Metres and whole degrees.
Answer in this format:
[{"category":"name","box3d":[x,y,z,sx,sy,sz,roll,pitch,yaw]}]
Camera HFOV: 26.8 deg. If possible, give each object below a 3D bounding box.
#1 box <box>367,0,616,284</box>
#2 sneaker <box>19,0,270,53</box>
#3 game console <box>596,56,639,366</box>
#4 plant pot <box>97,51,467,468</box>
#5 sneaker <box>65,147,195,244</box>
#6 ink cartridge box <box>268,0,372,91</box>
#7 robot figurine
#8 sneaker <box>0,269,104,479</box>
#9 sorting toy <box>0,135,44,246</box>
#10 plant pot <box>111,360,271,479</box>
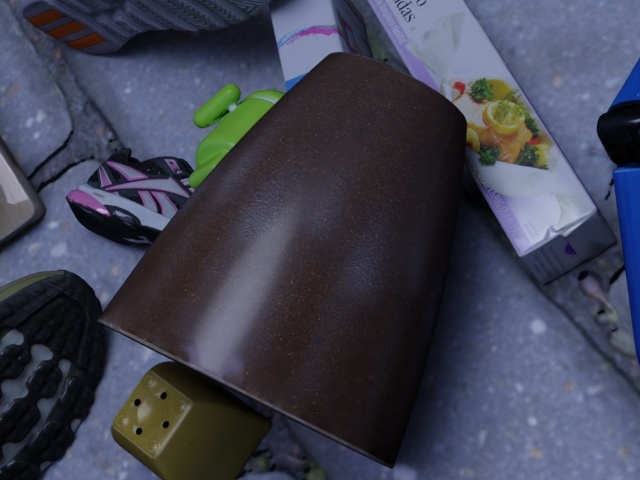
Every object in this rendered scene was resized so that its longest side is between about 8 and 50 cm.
[{"category":"box","box3d":[0.106,-0.117,0.987,0.063,0.067,0.324,-32,59,9]},{"category":"sneaker","box3d":[-0.125,-0.264,1.072,0.321,0.124,0.180,1,66,49]},{"category":"game console","box3d":[0.336,-0.046,0.815,0.293,0.173,0.250,0,43,45]},{"category":"plant pot","box3d":[0.000,0.000,0.896,0.215,0.215,0.230,22,81,29]},{"category":"sneaker","box3d":[-0.115,-0.029,1.051,0.178,0.072,0.077,23,70,24]},{"category":"ink cartridge box","box3d":[0.006,-0.136,1.026,0.052,0.088,0.122,-21,62,15]},{"category":"robot figurine","box3d":[-0.049,-0.070,1.023,0.067,0.101,0.115,-29,17,50]},{"category":"sneaker","box3d":[-0.349,0.153,1.047,0.410,0.158,0.182,-44,47,-2]},{"category":"sorting toy","box3d":[-0.410,-0.060,1.120,0.255,0.089,0.257,-34,86,8]},{"category":"plant pot","box3d":[-0.102,0.135,0.968,0.081,0.083,0.081,32,85,30]}]
